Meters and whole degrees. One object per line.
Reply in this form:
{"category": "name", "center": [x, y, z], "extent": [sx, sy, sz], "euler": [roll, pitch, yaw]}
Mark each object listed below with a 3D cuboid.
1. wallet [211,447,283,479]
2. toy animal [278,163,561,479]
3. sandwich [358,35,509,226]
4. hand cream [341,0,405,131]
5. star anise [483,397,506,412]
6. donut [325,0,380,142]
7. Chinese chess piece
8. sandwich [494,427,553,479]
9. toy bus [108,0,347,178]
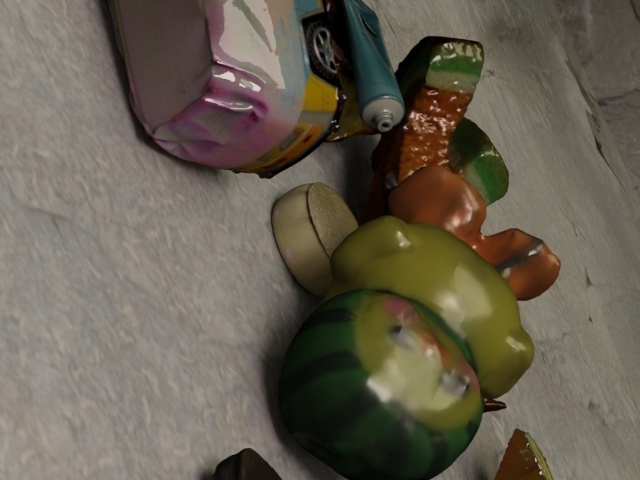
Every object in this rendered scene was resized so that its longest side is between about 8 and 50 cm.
{"category": "wallet", "center": [-0.035, 0.316, 1.063], "extent": [0.165, 0.042, 0.309], "euler": [47, 29, -40]}
{"category": "toy animal", "center": [0.080, 0.097, 1.337], "extent": [0.216, 0.191, 0.338], "euler": [41, 43, -7]}
{"category": "sandwich", "center": [0.138, -0.078, 1.638], "extent": [0.250, 0.162, 0.301], "euler": [119, -14, -67]}
{"category": "hand cream", "center": [0.055, -0.201, 1.553], "extent": [0.083, 0.048, 0.224], "euler": [41, 29, -42]}
{"category": "star anise", "center": [0.094, 0.169, 1.502], "extent": [0.141, 0.144, 0.158], "euler": [-29, 86, -23]}
{"category": "donut", "center": [-0.015, -0.218, 1.590], "extent": [0.230, 0.096, 0.216], "euler": [26, 43, -57]}
{"category": "Chinese chess piece", "center": [0.000, 0.000, 1.458], "extent": [0.122, 0.051, 0.122], "euler": [46, 29, -35]}
{"category": "sandwich", "center": [0.247, 0.346, 1.591], "extent": [0.094, 0.096, 0.258], "euler": [29, 40, -65]}
{"category": "toy bus", "center": [-0.110, -0.250, 1.306], "extent": [0.162, 0.171, 0.386], "euler": [2, 70, -45]}
